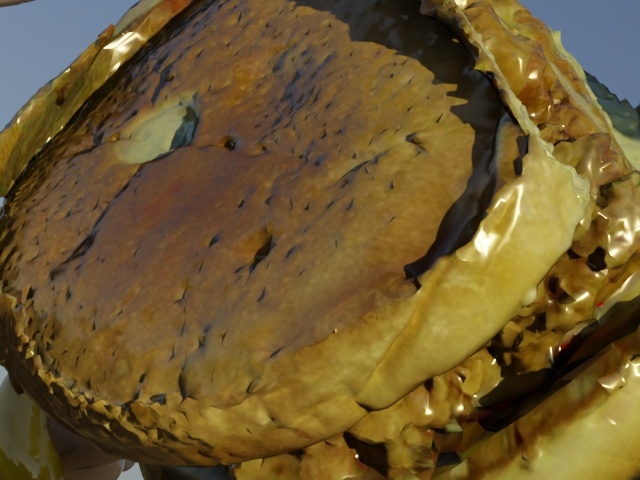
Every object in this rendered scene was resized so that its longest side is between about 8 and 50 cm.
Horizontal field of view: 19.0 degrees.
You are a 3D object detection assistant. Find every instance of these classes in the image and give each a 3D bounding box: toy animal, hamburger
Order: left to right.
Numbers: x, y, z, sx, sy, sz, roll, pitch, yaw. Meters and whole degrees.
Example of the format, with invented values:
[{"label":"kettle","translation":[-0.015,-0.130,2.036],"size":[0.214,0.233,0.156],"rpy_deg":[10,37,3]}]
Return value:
[{"label":"toy animal","translation":[-0.142,0.111,1.128],"size":[0.091,0.114,0.082],"rpy_deg":[59,1,36]},{"label":"hamburger","translation":[0.000,0.000,0.814],"size":[0.195,0.277,0.318],"rpy_deg":[42,17,-39]}]

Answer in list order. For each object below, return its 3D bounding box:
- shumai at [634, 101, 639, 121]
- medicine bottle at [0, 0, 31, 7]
[{"label":"shumai","translation":[0.348,-0.004,1.157],"size":[0.330,0.292,0.288],"rpy_deg":[40,-29,-14]},{"label":"medicine bottle","translation":[-0.075,-0.240,0.417],"size":[0.256,0.256,0.325],"rpy_deg":[27,-51,-13]}]
